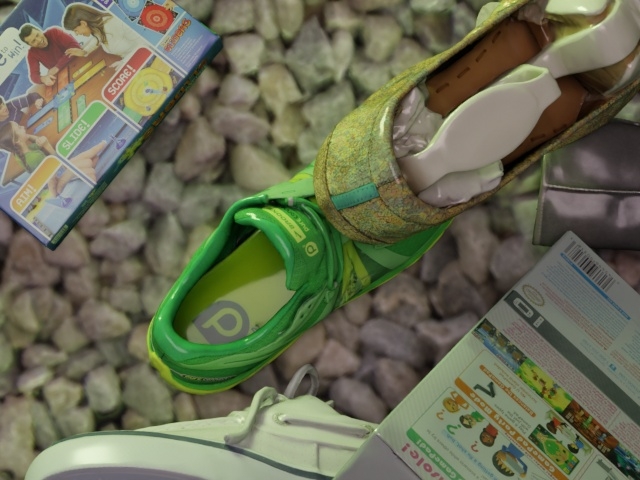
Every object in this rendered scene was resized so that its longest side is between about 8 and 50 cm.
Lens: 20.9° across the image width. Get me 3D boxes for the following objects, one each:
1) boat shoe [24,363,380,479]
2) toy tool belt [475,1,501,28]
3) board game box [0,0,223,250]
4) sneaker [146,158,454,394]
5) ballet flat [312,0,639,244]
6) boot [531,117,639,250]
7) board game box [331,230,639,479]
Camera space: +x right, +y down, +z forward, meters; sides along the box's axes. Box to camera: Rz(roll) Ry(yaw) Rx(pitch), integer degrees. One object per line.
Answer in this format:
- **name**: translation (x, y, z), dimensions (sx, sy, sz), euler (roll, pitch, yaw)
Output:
- **boat shoe**: translation (-0.016, 0.158, 1.193), dimensions (0.367, 0.156, 0.136), euler (6, 127, -9)
- **toy tool belt**: translation (0.142, -0.153, 1.281), dimensions (0.051, 0.052, 0.083), euler (17, 86, -27)
- **board game box**: translation (-0.188, -0.112, 1.288), dimensions (0.136, 0.035, 0.201), euler (39, 86, 6)
- **sneaker**: translation (0.000, 0.000, 1.223), dimensions (0.295, 0.123, 0.109), euler (-44, 83, -4)
- **ballet flat**: translation (0.147, -0.112, 1.185), dimensions (0.348, 0.123, 0.123), euler (-36, 82, -24)
- **boot**: translation (0.256, 0.000, 1.239), dimensions (0.208, 0.076, 0.189), euler (5, 69, -4)
- **board game box**: translation (0.160, 0.153, 1.118), dimensions (0.224, 0.303, 0.097), euler (43, 127, 7)
